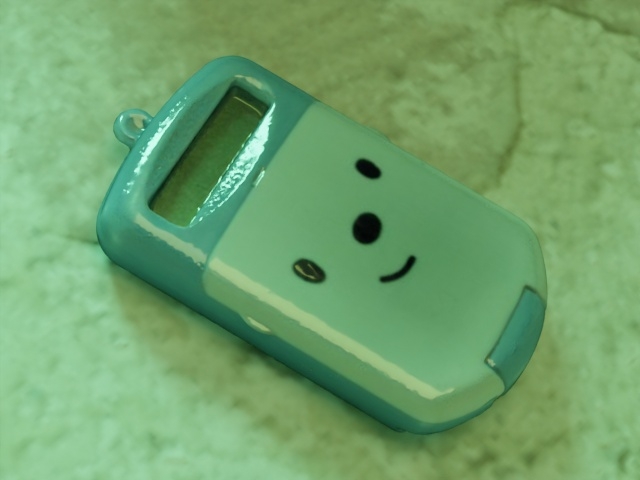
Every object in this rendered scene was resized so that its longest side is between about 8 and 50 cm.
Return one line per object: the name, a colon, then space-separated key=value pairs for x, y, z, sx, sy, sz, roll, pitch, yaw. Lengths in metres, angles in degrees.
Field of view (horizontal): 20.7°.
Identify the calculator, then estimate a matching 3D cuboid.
calculator: x=0.000 y=0.000 z=0.769 sx=0.210 sy=0.039 sz=0.121 roll=31 pitch=56 yaw=2
